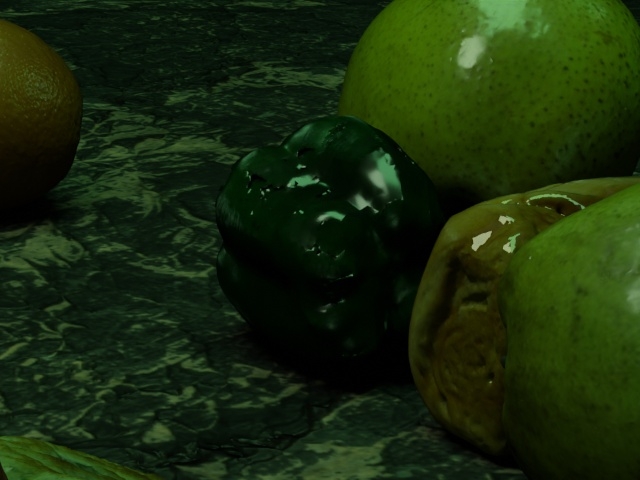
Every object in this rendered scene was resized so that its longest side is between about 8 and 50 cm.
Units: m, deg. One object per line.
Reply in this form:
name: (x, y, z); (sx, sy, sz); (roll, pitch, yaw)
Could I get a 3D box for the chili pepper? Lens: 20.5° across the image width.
chili pepper: (0.000, 0.000, 1.340); (0.165, 0.173, 0.261); (-30, 28, -14)

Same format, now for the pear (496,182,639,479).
pear: (0.247, 0.072, 0.976); (0.307, 0.252, 0.253); (2, 16, 15)

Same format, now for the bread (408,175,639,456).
bread: (0.205, 0.040, 1.214); (0.294, 0.166, 0.132); (-10, 21, -35)

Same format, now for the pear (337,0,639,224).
pear: (0.151, -0.108, 1.542); (0.294, 0.294, 0.294); (2, 17, -1)

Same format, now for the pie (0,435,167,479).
pie: (-0.075, 0.150, 0.885); (0.241, 0.054, 0.240); (20, -4, 1)

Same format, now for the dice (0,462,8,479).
dice: (-0.241, 0.150, 0.781); (0.179, 0.174, 0.174); (-9, 19, -43)

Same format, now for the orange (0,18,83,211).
orange: (-0.319, -0.115, 1.629); (0.206, 0.206, 0.206); (2, 17, -1)
